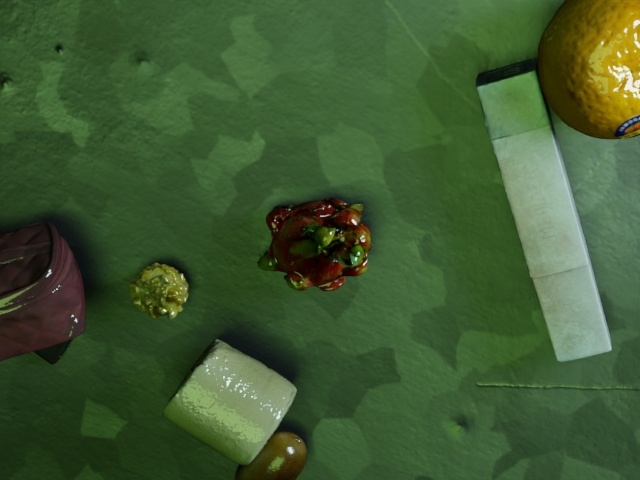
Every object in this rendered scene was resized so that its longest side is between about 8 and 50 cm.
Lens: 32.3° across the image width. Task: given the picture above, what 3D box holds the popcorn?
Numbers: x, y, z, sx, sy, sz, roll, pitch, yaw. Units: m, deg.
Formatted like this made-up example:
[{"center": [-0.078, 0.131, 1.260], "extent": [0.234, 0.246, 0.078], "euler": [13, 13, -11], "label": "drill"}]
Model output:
[{"center": [-0.221, 0.071, 1.510], "extent": [0.082, 0.057, 0.083], "euler": [13, 115, 7], "label": "popcorn"}]

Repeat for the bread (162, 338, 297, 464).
[{"center": [-0.123, 0.217, 1.500], "extent": [0.141, 0.148, 0.134], "euler": [33, 77, -4], "label": "bread"}]

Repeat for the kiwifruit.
[{"center": [-0.070, 0.322, 1.570], "extent": [0.075, 0.075, 0.124], "euler": [42, 108, -7], "label": "kiwifruit"}]

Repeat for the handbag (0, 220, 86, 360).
[{"center": [-0.431, 0.074, 1.476], "extent": [0.225, 0.146, 0.135], "euler": [-16, 130, 0], "label": "handbag"}]

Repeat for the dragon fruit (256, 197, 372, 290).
[{"center": [0.000, 0.000, 1.423], "extent": [0.138, 0.175, 0.142], "euler": [35, 82, -14], "label": "dragon fruit"}]

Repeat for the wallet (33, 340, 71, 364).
[{"center": [-0.427, 0.108, 1.584], "extent": [0.156, 0.018, 0.082], "euler": [35, 112, -3], "label": "wallet"}]

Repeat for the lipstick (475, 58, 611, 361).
[{"center": [0.278, -0.033, 1.366], "extent": [0.076, 0.080, 0.372], "euler": [-15, 108, 14], "label": "lipstick"}]

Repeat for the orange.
[{"center": [0.332, -0.203, 1.250], "extent": [0.177, 0.155, 0.178], "euler": [-1, 122, -1], "label": "orange"}]
